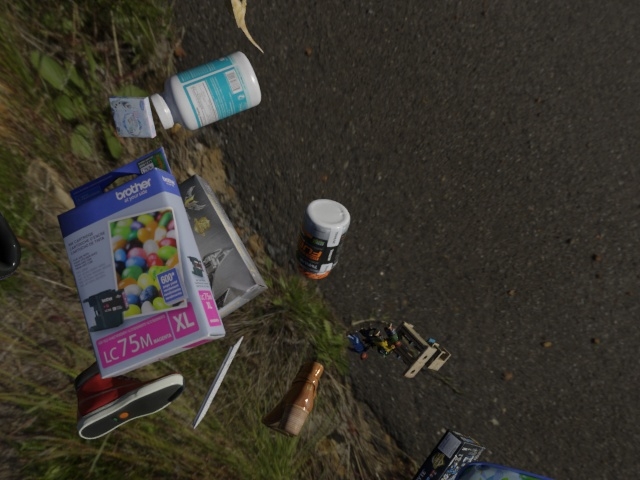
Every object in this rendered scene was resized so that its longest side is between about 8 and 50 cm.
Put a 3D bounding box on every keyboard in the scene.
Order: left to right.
[{"bbox_3d":[-0.260,0.360,1.402,0.014,0.072,0.256,29,103,9],"label":"keyboard"}]

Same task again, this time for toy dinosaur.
[{"bbox_3d":[-0.160,-0.439,1.051,0.053,0.183,0.092,-14,68,4],"label":"toy dinosaur"}]

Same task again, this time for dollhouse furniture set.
[{"bbox_3d":[0.318,0.375,1.853,0.129,0.184,0.129,-51,52,9],"label":"dollhouse furniture set"}]

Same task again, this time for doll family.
[{"bbox_3d":[0.170,0.323,1.747,0.076,0.193,0.111,-54,124,-38],"label":"doll family"}]

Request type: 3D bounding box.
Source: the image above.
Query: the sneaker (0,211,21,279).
[{"bbox_3d":[-0.399,-0.079,0.546,0.107,0.124,0.283,-53,126,-38],"label":"sneaker"}]

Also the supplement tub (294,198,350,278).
[{"bbox_3d":[0.000,0.000,1.398,0.117,0.190,0.117,9,40,-7],"label":"supplement tub"}]

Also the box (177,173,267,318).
[{"bbox_3d":[-0.223,0.032,0.935,0.183,0.056,0.231,-33,73,7],"label":"box"}]

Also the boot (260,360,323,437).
[{"bbox_3d":[-0.054,0.338,1.186,0.073,0.197,0.152,30,66,-13],"label":"boot"}]

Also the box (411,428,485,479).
[{"bbox_3d":[0.295,0.533,1.289,0.051,0.220,0.175,35,88,35],"label":"box"}]

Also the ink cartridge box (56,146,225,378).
[{"bbox_3d":[-0.278,0.026,0.824,0.186,0.065,0.311,-23,76,12],"label":"ink cartridge box"}]

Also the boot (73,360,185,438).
[{"bbox_3d":[-0.442,0.321,1.268,0.244,0.088,0.176,-22,47,-9],"label":"boot"}]

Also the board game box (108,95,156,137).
[{"bbox_3d":[-0.422,-0.277,1.242,0.090,0.020,0.090,6,121,15],"label":"board game box"}]

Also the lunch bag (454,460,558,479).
[{"bbox_3d":[0.196,0.338,0.521,0.176,0.090,0.219,7,48,22],"label":"lunch bag"}]

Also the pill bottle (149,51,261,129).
[{"bbox_3d":[-0.299,-0.378,1.429,0.264,0.146,0.146,-24,85,-11],"label":"pill bottle"}]
